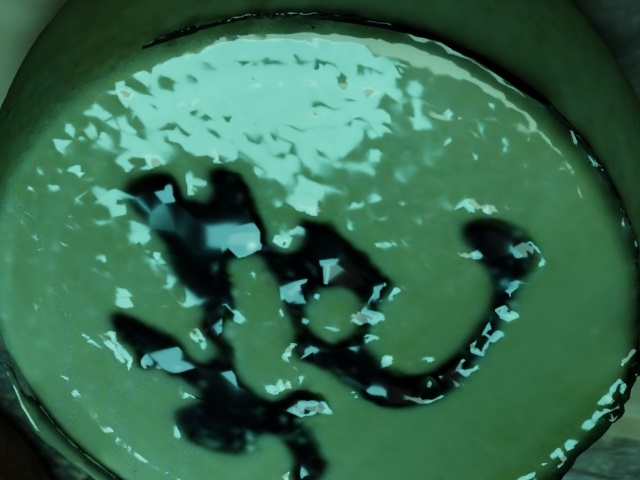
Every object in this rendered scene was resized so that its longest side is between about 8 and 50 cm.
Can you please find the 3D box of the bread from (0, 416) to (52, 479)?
[{"bbox_3d":[-0.275,0.172,1.057,0.190,0.123,0.244,-31,116,21],"label":"bread"}]

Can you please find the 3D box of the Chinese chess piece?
[{"bbox_3d":[0.000,0.000,0.900,0.349,0.146,0.349,3,124,4],"label":"Chinese chess piece"}]
